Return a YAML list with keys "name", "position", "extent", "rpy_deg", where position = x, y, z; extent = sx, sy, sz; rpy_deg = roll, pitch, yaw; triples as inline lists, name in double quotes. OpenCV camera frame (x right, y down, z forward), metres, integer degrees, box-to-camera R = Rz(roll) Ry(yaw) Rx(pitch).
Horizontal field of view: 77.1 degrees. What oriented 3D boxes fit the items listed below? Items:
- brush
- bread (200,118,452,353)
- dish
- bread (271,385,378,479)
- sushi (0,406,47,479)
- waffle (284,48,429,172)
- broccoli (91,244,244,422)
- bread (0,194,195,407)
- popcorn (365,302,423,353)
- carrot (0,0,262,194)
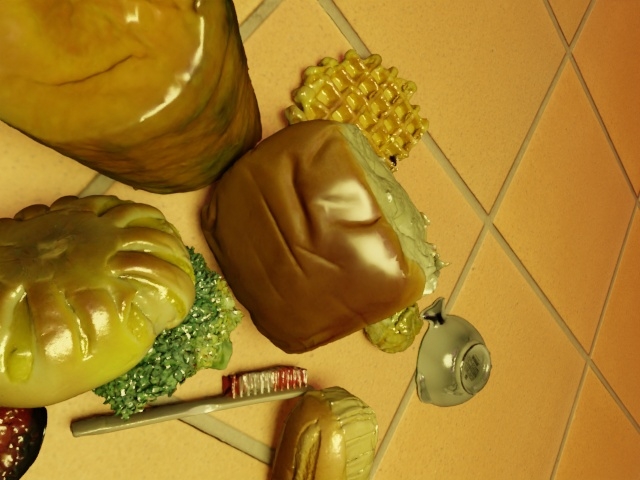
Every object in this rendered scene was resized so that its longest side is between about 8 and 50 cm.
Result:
- name: "brush"
  position: [-0.153, 0.213, 0.550]
  extent: [0.320, 0.060, 0.050]
  rpy_deg: [3, 76, -35]
- name: "bread"
  position: [0.000, 0.000, 0.539]
  extent: [0.279, 0.250, 0.225]
  rpy_deg: [58, 26, -2]
- name: "dish"
  position: [0.292, 0.246, 0.841]
  extent: [0.224, 0.078, 0.246]
  rpy_deg: [-28, 105, -30]
- name: "bread"
  position: [-0.004, 0.332, 0.584]
  extent: [0.106, 0.140, 0.237]
  rpy_deg: [3, 104, -36]
- name: "sushi"
  position: [-0.347, 0.180, 0.365]
  extent: [0.150, 0.153, 0.172]
  rpy_deg: [19, 73, -41]
- name: "waffle"
  position: [0.071, -0.186, 0.702]
  extent: [0.309, 0.065, 0.284]
  rpy_deg: [-3, 89, -31]
- name: "broccoli"
  position: [-0.177, 0.114, 0.502]
  extent: [0.194, 0.194, 0.220]
  rpy_deg: [23, 54, -32]
- name: "bread"
  position: [-0.226, 0.034, 0.360]
  extent: [0.213, 0.213, 0.105]
  rpy_deg: [-31, 151, -30]
- name: "popcorn"
  position: [0.135, 0.141, 0.718]
  extent: [0.116, 0.106, 0.121]
  rpy_deg: [47, 65, -14]
- name: "carrot"
  position: [-0.194, -0.184, 0.429]
  extent: [0.241, 0.340, 0.242]
  rpy_deg: [0, 87, -4]
